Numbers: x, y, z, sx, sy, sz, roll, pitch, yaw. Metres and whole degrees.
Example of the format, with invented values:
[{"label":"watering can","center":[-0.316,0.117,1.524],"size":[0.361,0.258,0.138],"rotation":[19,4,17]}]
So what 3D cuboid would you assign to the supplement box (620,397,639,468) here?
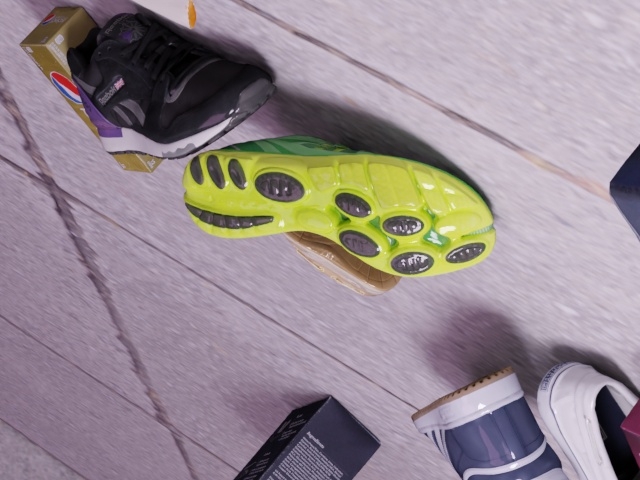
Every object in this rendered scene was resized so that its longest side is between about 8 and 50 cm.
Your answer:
[{"label":"supplement box","center":[0.345,0.203,1.706],"size":[0.104,0.081,0.188],"rotation":[22,153,41]}]

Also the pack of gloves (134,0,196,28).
[{"label":"pack of gloves","center":[-0.197,-0.307,1.687],"size":[0.232,0.046,0.195],"rotation":[28,145,23]}]

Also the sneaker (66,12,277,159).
[{"label":"sneaker","center":[-0.157,-0.151,1.830],"size":[0.283,0.107,0.124],"rotation":[-1,125,55]}]

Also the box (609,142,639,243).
[{"label":"box","center":[0.381,-0.035,0.839],"size":[0.395,0.293,0.212],"rotation":[11,145,52]}]

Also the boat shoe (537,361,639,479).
[{"label":"boat shoe","center":[0.294,0.220,1.813],"size":[0.258,0.095,0.084],"rotation":[48,163,-24]}]

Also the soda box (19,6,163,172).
[{"label":"soda box","center":[-0.220,-0.152,1.998],"size":[0.061,0.058,0.181],"rotation":[9,144,55]}]

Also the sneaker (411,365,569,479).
[{"label":"sneaker","center":[0.168,0.212,1.896],"size":[0.153,0.099,0.282],"rotation":[63,175,6]}]

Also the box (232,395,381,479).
[{"label":"box","center":[-0.027,0.286,2.422],"size":[0.093,0.158,0.156],"rotation":[43,160,-6]}]

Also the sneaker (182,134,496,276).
[{"label":"sneaker","center":[0.023,-0.047,1.742],"size":[0.295,0.123,0.109],"rotation":[12,117,25]}]

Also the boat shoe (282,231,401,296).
[{"label":"boat shoe","center":[0.000,0.000,1.919],"size":[0.170,0.063,0.059],"rotation":[39,154,2]}]
